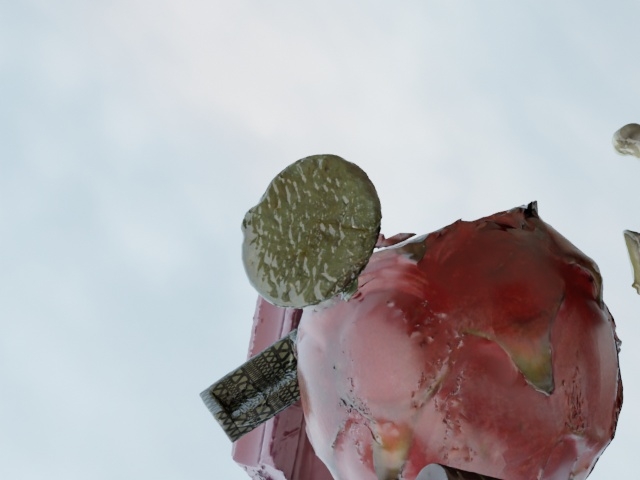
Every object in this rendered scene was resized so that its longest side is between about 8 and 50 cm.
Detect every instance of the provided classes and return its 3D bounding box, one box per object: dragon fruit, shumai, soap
[{"bbox_3d":[0.120,0.111,1.445,0.295,0.296,0.301,-53,-43,-67],"label":"dragon fruit"},{"bbox_3d":[0.001,0.001,1.255,0.099,0.124,0.087,38,178,19],"label":"shumai"},{"bbox_3d":[-0.001,0.155,1.686,0.162,0.250,0.099,15,172,-39],"label":"soap"}]

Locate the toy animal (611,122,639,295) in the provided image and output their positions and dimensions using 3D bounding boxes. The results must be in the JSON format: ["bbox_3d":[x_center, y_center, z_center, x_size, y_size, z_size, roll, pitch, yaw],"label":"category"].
[{"bbox_3d":[0.350,-0.043,1.429,0.168,0.233,0.121,51,-178,40],"label":"toy animal"}]

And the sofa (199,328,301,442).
[{"bbox_3d":[-0.054,0.139,1.568,0.039,0.118,0.060,60,173,-29],"label":"sofa"}]

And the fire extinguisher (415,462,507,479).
[{"bbox_3d":[0.138,0.208,1.239,0.157,0.078,0.045,17,-136,-34],"label":"fire extinguisher"}]
